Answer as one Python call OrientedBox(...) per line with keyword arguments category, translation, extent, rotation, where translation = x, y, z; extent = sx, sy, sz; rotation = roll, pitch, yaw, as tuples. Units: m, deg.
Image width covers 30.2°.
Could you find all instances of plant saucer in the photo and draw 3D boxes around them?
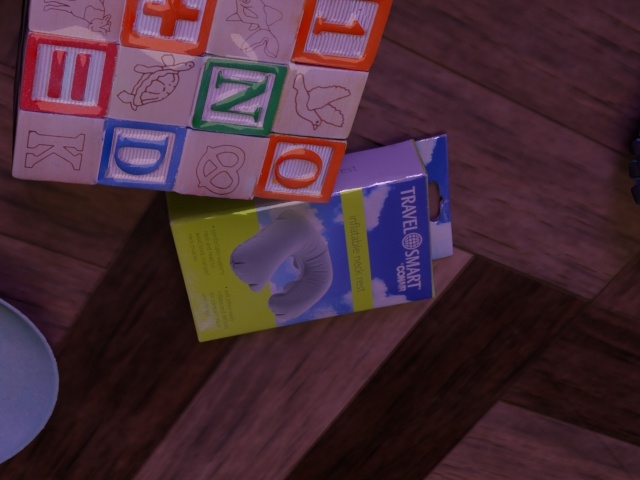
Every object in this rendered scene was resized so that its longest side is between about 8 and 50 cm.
OrientedBox(category="plant saucer", translation=(-0.266, 0.082, 0.757), extent=(0.195, 0.037, 0.195), rotation=(-7, 132, -8))

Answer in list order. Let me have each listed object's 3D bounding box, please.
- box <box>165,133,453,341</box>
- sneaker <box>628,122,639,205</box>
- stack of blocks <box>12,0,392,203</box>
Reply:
OrientedBox(category="box", translation=(0.000, 0.000, 0.750), extent=(0.178, 0.042, 0.109), rotation=(-11, 132, -3))
OrientedBox(category="sneaker", translation=(0.299, -0.123, 0.698), extent=(0.122, 0.110, 0.283), rotation=(1, 134, -38))
OrientedBox(category="stack of blocks", translation=(-0.047, -0.165, 0.567), extent=(0.171, 0.087, 0.297), rotation=(4, 128, -17))
